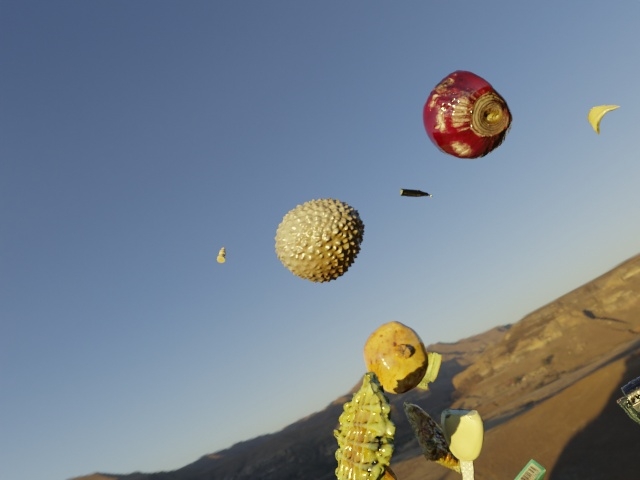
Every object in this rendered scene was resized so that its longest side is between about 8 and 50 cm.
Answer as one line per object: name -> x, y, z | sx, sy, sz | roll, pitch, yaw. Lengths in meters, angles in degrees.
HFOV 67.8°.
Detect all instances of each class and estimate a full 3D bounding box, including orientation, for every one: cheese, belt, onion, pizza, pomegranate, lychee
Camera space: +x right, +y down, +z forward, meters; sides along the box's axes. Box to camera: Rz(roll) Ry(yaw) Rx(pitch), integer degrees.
cheese -> 0.439, 0.637, 1.437 | 0.127, 0.252, 0.054 | -8, -4, 30
cheese -> 0.725, -0.325, 1.228 | 0.084, 0.041, 0.060 | -58, 9, 41
belt -> 1.098, 0.560, 1.602 | 0.128, 0.218, 0.122 | -42, 16, 16
onion -> 0.526, -0.429, 1.745 | 0.260, 0.282, 0.336 | -49, -58, -2
pizza -> 0.380, 0.669, 1.605 | 0.058, 0.292, 0.197 | -42, -10, 17
pomegranate -> 0.262, 0.405, 1.657 | 0.248, 0.248, 0.248 | -23, -21, -10
lychee -> 0.000, 0.000, 2.064 | 0.380, 0.380, 0.432 | -4, -20, -46

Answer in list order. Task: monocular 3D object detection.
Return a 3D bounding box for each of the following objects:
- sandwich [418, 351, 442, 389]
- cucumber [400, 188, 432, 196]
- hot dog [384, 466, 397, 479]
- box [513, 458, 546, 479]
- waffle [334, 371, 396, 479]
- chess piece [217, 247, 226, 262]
sandwich -> 0.470, 0.621, 2.210 | 0.090, 0.088, 0.244 | 23, -59, -11
cucumber -> 0.464, -0.230, 2.310 | 0.163, 0.043, 0.039 | 1, -40, -15
hot dog -> 0.167, 0.775, 1.620 | 0.109, 0.269, 0.072 | -40, 20, -6
box -> 0.397, 0.599, 1.032 | 0.229, 0.041, 0.162 | -32, -47, -26
waffle -> 0.114, 0.526, 1.251 | 0.073, 0.297, 0.317 | 14, -66, -11
chess piece -> -0.443, 0.061, 2.153 | 0.035, 0.092, 0.035 | -1, -58, -1
